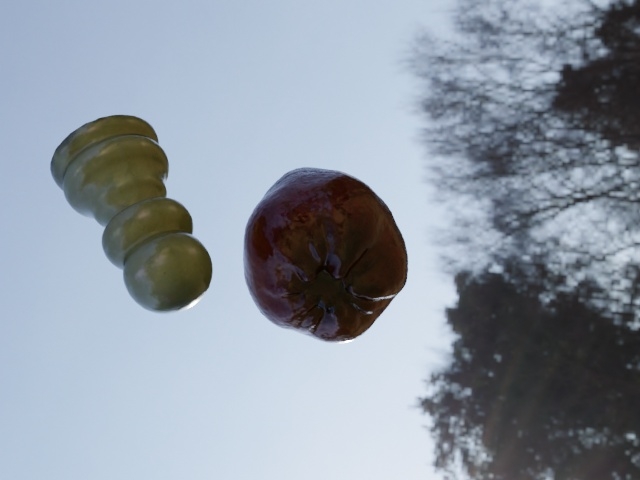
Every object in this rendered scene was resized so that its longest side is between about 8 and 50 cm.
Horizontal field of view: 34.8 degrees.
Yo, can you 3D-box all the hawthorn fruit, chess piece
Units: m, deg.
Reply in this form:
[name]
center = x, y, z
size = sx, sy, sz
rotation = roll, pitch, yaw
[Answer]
[hawthorn fruit]
center = 0.000, 0.000, 1.356
size = 0.261, 0.224, 0.224
rotation = -107, 2, -57
[chess piece]
center = -0.221, -0.019, 1.256
size = 0.251, 0.144, 0.144
rotation = 58, -168, 28
